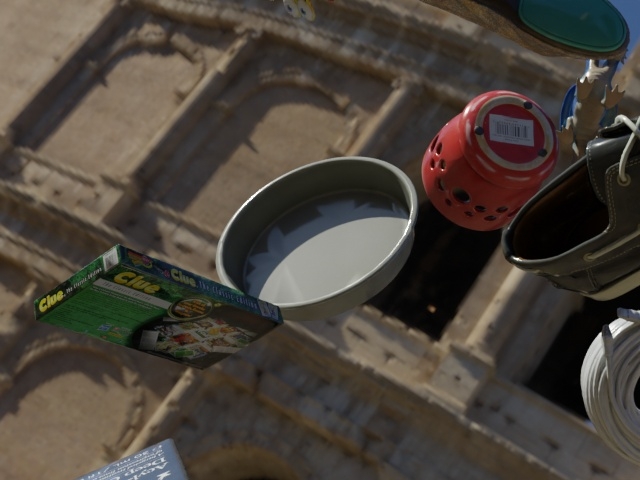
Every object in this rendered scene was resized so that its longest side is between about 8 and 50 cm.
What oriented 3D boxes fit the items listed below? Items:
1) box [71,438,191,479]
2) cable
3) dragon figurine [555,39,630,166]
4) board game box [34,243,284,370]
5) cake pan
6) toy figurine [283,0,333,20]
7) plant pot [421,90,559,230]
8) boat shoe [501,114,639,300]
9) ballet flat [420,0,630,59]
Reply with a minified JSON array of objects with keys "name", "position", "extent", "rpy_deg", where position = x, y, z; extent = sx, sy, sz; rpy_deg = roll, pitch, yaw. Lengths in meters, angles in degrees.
[{"name":"box","position":[-0.251,0.420,1.243],"extent":[0.395,0.293,0.212],"rpy_deg":[-166,-125,-76]},{"name":"cable","position":[0.552,0.241,1.764],"extent":[0.257,0.257,0.089],"rpy_deg":[8,4,-10]},{"name":"dragon figurine","position":[0.418,-0.197,1.684],"extent":[0.085,0.144,0.289],"rpy_deg":[15,-68,11]},{"name":"board game box","position":[-0.174,0.081,1.206],"extent":[0.136,0.030,0.259],"rpy_deg":[-29,-33,27]},{"name":"cake pan","position":[0.000,0.000,1.481],"extent":[0.293,0.293,0.054],"rpy_deg":[17,-35,41]},{"name":"toy figurine","position":[-0.135,-0.426,1.341],"extent":[0.217,0.191,0.362],"rpy_deg":[7,23,-40]},{"name":"plant pot","position":[0.278,-0.131,1.739],"extent":[0.191,0.191,0.174],"rpy_deg":[36,-24,1]},{"name":"boat shoe","position":[0.194,-0.038,0.621],"extent":[0.079,0.084,0.233],"rpy_deg":[21,-37,-17]},{"name":"ballet flat","position":[0.256,-0.314,1.436],"extent":[0.316,0.108,0.106],"rpy_deg":[27,-14,6]}]
